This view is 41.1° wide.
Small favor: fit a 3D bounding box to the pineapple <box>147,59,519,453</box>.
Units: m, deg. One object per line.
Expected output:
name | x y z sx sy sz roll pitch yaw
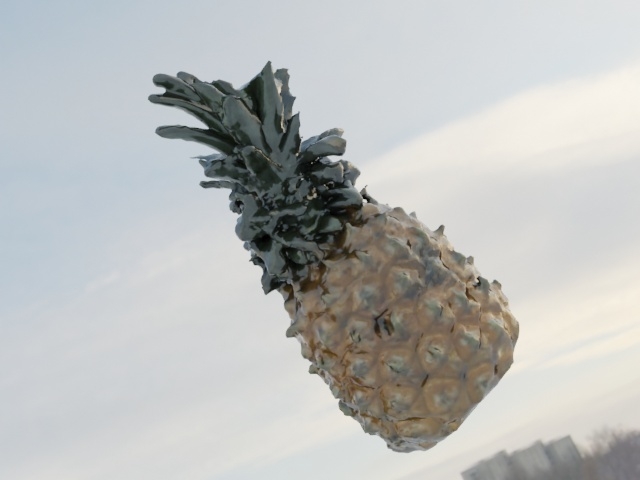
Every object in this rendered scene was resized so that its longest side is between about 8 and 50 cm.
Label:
pineapple | 0.000 0.000 0.656 0.169 0.340 0.169 -43 8 8
